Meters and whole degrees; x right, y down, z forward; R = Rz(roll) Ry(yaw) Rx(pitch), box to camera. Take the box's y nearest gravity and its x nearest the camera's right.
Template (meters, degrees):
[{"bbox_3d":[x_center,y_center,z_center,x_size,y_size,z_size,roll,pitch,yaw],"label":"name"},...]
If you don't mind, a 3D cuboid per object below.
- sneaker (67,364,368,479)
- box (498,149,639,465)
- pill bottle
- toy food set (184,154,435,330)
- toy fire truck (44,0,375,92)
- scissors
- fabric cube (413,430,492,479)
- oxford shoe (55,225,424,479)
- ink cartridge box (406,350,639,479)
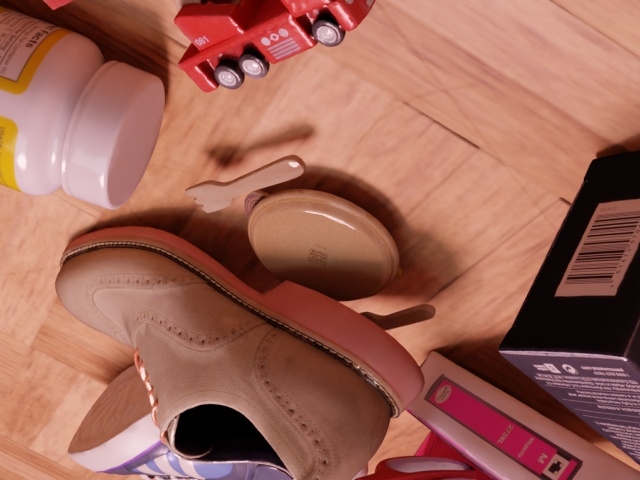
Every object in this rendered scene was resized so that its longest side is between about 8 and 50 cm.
[{"bbox_3d":[-0.099,0.227,1.107,0.236,0.130,0.322,42,136,-19],"label":"sneaker"},{"bbox_3d":[0.238,0.061,0.651,0.207,0.153,0.108,39,159,-22],"label":"box"},{"bbox_3d":[-0.225,-0.102,0.744,0.208,0.119,0.119,20,146,5],"label":"pill bottle"},{"bbox_3d":[0.000,0.000,0.829,0.132,0.038,0.192,-16,128,38],"label":"toy food set"},{"bbox_3d":[-0.074,-0.159,0.643,0.192,0.047,0.135,-15,129,41],"label":"toy fire truck"},{"bbox_3d":[0.026,0.203,0.849,0.297,0.021,0.109,4,-170,-34],"label":"scissors"},{"bbox_3d":[0.162,0.391,1.072,0.258,0.259,0.254,23,147,4],"label":"fabric cube"},{"bbox_3d":[-0.112,0.094,0.880,0.397,0.146,0.140,14,150,41],"label":"oxford shoe"},{"bbox_3d":[0.211,0.201,0.801,0.176,0.069,0.371,41,171,-25],"label":"ink cartridge box"}]
